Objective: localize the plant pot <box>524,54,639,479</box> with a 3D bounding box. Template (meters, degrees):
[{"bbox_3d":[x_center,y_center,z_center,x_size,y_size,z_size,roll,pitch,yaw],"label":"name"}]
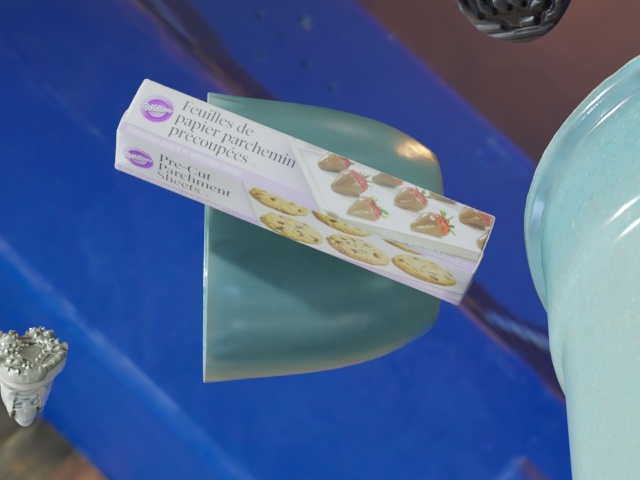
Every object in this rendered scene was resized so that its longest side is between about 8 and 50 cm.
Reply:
[{"bbox_3d":[0.260,0.115,0.826,0.341,0.341,0.334,-54,18,44],"label":"plant pot"}]

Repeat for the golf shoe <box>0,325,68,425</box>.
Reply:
[{"bbox_3d":[-0.265,0.131,1.572,0.069,0.086,0.176,-3,4,-9],"label":"golf shoe"}]

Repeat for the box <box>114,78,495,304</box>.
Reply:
[{"bbox_3d":[-0.015,-0.040,1.451,0.067,0.324,0.063,108,-175,-59],"label":"box"}]

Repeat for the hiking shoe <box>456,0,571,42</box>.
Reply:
[{"bbox_3d":[0.121,-0.223,0.961,0.114,0.086,0.226,-55,-29,-47],"label":"hiking shoe"}]

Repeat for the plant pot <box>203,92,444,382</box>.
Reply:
[{"bbox_3d":[0.000,0.000,1.731,0.293,0.235,0.293,-179,90,-86],"label":"plant pot"}]
